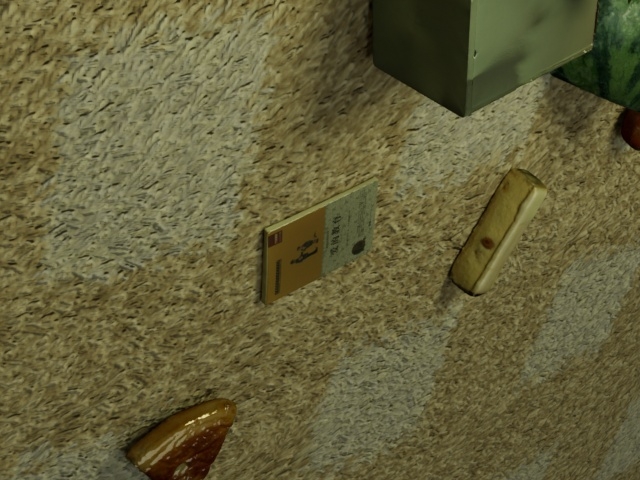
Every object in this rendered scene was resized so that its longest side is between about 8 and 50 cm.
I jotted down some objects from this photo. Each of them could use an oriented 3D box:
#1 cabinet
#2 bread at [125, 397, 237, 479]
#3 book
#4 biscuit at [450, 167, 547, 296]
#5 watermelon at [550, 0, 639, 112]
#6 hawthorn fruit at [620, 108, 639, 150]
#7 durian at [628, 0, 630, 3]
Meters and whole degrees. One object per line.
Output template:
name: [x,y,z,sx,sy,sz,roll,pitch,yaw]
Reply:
cabinet: [0.178,-0.259,1.312,0.206,0.150,0.145,-29,136,-29]
bread: [-0.183,0.257,1.487,0.136,0.054,0.154,4,114,-52]
book: [0.000,0.000,1.485,0.172,0.012,0.118,-27,139,-30]
biscuit: [0.251,-0.009,1.722,0.052,0.056,0.188,6,117,-50]
watermelon: [0.425,-0.290,1.603,0.261,0.201,0.213,18,117,-9]
hawthorn fruit: [0.480,-0.171,1.819,0.077,0.077,0.077,-30,141,-27]
durian: [0.324,-0.362,1.108,0.163,0.198,0.394,-29,161,-29]
